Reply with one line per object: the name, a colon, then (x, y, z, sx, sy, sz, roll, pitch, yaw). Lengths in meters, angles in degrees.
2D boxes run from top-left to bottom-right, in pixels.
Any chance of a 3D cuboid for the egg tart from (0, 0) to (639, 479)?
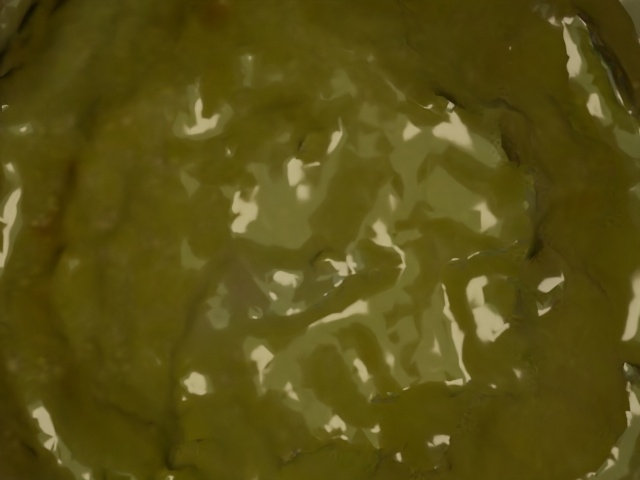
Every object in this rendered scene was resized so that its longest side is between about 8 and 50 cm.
egg tart: (0.000, 0.000, 0.540, 0.345, 0.132, 0.345, 0, 95, 0)
